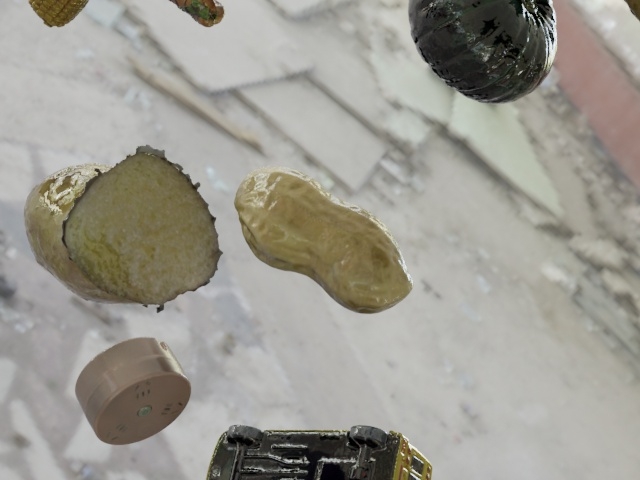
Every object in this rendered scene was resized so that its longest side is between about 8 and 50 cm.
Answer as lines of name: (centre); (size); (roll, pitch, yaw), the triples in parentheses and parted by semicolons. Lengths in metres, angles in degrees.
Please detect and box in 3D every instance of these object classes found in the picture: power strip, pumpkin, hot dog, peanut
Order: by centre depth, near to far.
hot dog: (-0.133, -0.233, 1.266); (0.122, 0.037, 0.049); (44, 9, 38)
pumpkin: (0.184, -0.247, 1.486); (0.202, 0.140, 0.202); (35, 43, -41)
power strip: (-0.261, 0.212, 1.870); (0.154, 0.154, 0.078); (6, 38, -46)
peanut: (0.000, 0.000, 1.918); (0.313, 0.149, 0.149); (32, 24, 24)

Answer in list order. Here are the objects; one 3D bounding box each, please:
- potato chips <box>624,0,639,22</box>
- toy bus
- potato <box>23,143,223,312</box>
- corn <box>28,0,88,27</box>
potato chips: (0.345, -0.173, 1.232); (0.407, 0.057, 0.080); (34, 30, -50)
toy bus: (-0.009, 0.362, 1.989); (0.151, 0.331, 0.145); (39, 54, -47)
potato: (-0.359, -0.002, 2.283); (0.301, 0.237, 0.288); (-38, 101, -39)
corn: (-0.240, -0.314, 1.409); (0.068, 0.207, 0.068); (31, 23, -15)
